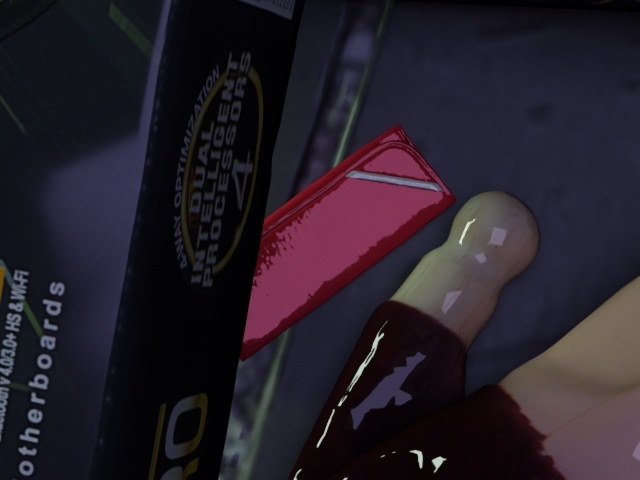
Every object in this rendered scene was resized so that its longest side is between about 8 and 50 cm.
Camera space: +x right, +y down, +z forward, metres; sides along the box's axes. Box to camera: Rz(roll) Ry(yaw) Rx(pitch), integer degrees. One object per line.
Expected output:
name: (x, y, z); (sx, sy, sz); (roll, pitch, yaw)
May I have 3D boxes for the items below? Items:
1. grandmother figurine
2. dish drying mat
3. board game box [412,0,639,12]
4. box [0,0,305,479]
grandmother figurine: (0.071, 0.077, 0.454); (0.342, 0.208, 0.104); (-30, 128, 4)
dish drying mat: (0.000, 0.000, 0.515); (0.083, 0.008, 0.032); (-37, 87, -5)
board game box: (0.084, -0.191, 0.497); (0.165, 0.042, 0.243); (5, 83, 17)
box: (-0.179, 0.018, 0.402); (0.318, 0.097, 0.395); (12, 95, 16)
